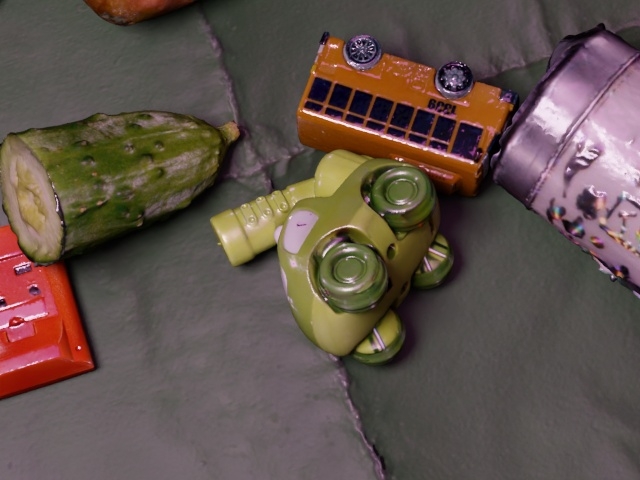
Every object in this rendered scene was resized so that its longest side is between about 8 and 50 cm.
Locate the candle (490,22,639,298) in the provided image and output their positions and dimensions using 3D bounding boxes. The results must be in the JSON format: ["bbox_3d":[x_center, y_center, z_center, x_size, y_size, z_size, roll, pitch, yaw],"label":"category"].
[{"bbox_3d":[0.321,-0.041,1.458,0.330,0.187,0.187,39,78,11],"label":"candle"}]

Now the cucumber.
[{"bbox_3d":[-0.181,-0.068,1.500,0.244,0.134,0.134,-21,72,-30],"label":"cucumber"}]

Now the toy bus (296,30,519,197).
[{"bbox_3d":[0.084,-0.119,1.529,0.201,0.098,0.114,18,75,7],"label":"toy bus"}]

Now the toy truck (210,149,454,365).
[{"bbox_3d":[0.021,-0.005,1.481,0.187,0.148,0.210,-40,55,-13],"label":"toy truck"}]

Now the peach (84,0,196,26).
[{"bbox_3d":[-0.162,-0.318,1.547,0.214,0.214,0.235,20,81,7],"label":"peach"}]

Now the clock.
[{"bbox_3d":[-0.292,0.064,1.502,0.113,0.061,0.155,-18,71,-5],"label":"clock"}]
